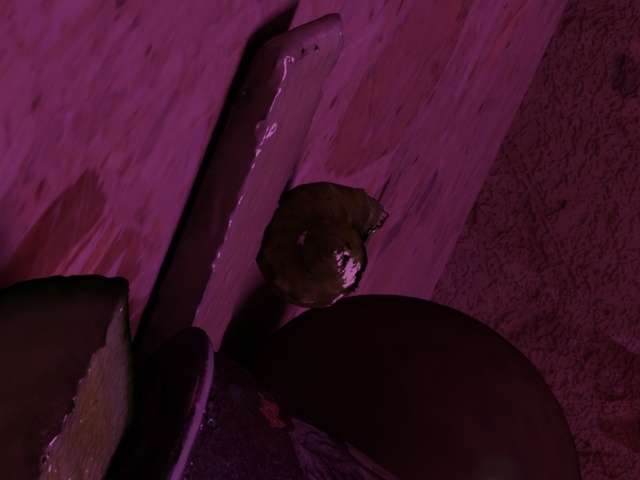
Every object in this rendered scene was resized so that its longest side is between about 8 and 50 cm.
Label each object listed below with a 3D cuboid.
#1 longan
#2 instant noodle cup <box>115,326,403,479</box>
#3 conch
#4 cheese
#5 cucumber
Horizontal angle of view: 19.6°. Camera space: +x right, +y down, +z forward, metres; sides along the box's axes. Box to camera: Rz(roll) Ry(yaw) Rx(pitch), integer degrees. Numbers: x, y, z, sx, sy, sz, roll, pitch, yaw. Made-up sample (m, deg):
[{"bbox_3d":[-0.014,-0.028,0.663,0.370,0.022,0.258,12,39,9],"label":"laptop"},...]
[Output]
[{"bbox_3d":[0.040,0.185,1.336,0.319,0.319,0.319,-61,172,-15],"label":"longan"},{"bbox_3d":[-0.028,0.183,0.918,0.217,0.207,0.217,-54,-165,22],"label":"instant noodle cup"},{"bbox_3d":[0.000,0.000,1.173,0.089,0.074,0.121,-27,-172,-9],"label":"conch"},{"bbox_3d":[-0.077,0.057,1.021,0.400,0.034,0.085,-67,171,26],"label":"cheese"},{"bbox_3d":[-0.120,0.090,0.739,0.244,0.063,0.115,99,12,-68],"label":"cucumber"}]
